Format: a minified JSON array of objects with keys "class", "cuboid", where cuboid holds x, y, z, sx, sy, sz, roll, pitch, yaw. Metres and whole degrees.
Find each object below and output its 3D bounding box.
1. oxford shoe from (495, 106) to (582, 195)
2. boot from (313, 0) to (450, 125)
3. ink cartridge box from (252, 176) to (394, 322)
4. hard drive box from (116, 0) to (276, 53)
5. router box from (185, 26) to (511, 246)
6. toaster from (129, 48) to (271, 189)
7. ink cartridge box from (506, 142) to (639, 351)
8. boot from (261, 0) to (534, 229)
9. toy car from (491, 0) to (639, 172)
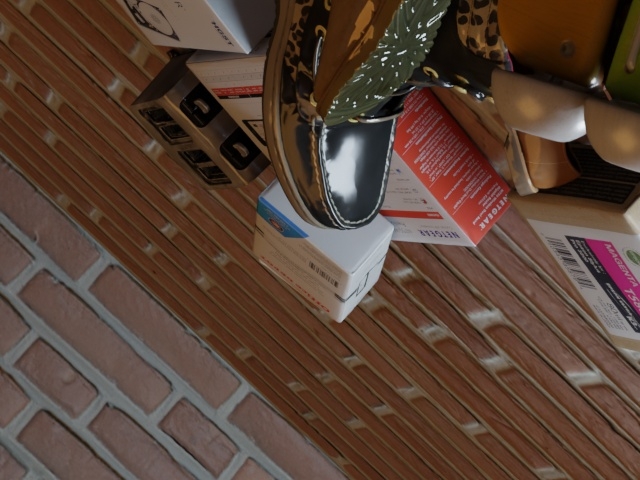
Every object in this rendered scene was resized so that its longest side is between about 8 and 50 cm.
[{"class":"oxford shoe","cuboid":[0.201,-0.146,1.680,0.076,0.076,0.212,-11,120,19]},{"class":"boot","cuboid":[0.002,-0.267,1.495,0.269,0.089,0.236,57,139,19]},{"class":"ink cartridge box","cuboid":[0.000,0.000,2.135,0.148,0.086,0.203,39,164,9]},{"class":"hard drive box","cuboid":[-0.165,-0.312,2.013,0.181,0.089,0.232,50,160,-28]},{"class":"router box","cuboid":[0.027,-0.131,2.050,0.301,0.082,0.335,49,161,-22]},{"class":"toaster","cuboid":[-0.144,-0.161,2.293,0.168,0.110,0.185,48,162,-18]},{"class":"ink cartridge box","cuboid":[0.324,0.016,1.765,0.235,0.088,0.193,51,161,-24]},{"class":"boot","cuboid":[0.092,-0.155,1.602,0.284,0.138,0.377,21,118,39]},{"class":"toy car","cuboid":[0.204,-0.126,1.091,0.136,0.159,0.182,9,-169,-46]}]
